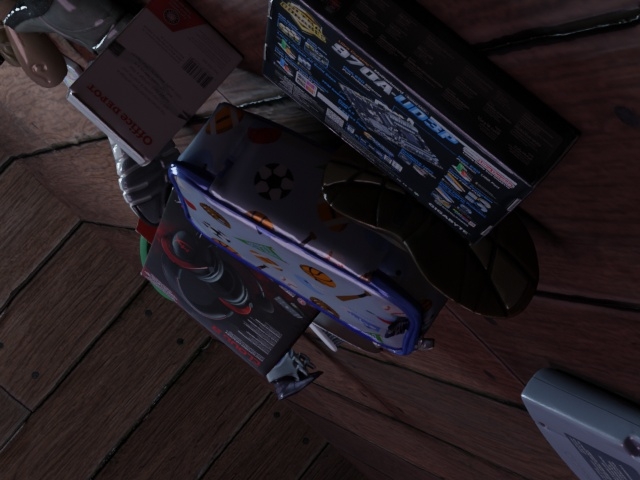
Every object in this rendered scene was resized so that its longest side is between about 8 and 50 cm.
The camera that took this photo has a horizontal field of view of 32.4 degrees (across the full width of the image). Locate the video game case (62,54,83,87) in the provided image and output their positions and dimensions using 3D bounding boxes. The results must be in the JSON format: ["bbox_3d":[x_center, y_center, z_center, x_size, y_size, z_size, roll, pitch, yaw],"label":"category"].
[{"bbox_3d":[-0.358,-0.235,1.606,0.087,0.011,0.122,33,166,27],"label":"video game case"}]

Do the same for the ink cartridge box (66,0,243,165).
[{"bbox_3d":[-0.155,-0.151,1.023,0.099,0.135,0.056,43,168,-11],"label":"ink cartridge box"}]

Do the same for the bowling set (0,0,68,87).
[{"bbox_3d":[-0.496,-0.278,1.509,0.200,0.287,0.154,-105,-10,-46],"label":"bowling set"}]

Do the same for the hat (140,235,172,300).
[{"bbox_3d":[-0.195,0.011,1.914,0.208,0.183,0.173,-18,89,37],"label":"hat"}]

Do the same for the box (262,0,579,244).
[{"bbox_3d":[0.058,-0.099,0.779,0.220,0.051,0.175,39,167,5],"label":"box"}]

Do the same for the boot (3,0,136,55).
[{"bbox_3d":[-0.248,-0.223,1.189,0.161,0.083,0.246,38,170,-19],"label":"boot"}]

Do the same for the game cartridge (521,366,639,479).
[{"bbox_3d":[0.337,0.249,1.159,0.297,0.062,0.198,49,169,-33],"label":"game cartridge"}]

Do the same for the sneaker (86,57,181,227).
[{"bbox_3d":[-0.242,-0.134,1.418,0.132,0.086,0.229,36,146,64],"label":"sneaker"}]

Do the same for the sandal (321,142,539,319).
[{"bbox_3d":[0.093,-0.011,0.914,0.219,0.090,0.060,30,-179,32],"label":"sandal"}]

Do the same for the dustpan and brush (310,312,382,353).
[{"bbox_3d":[-0.017,0.118,1.712,0.211,0.060,0.147,46,166,-24],"label":"dustpan and brush"}]

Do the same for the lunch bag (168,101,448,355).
[{"bbox_3d":[0.000,0.000,1.099,0.303,0.115,0.243,33,165,9],"label":"lunch bag"}]

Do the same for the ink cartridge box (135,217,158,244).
[{"bbox_3d":[-0.160,0.005,1.579,0.225,0.056,0.181,47,-163,-23],"label":"ink cartridge box"}]

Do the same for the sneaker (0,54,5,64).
[{"bbox_3d":[-0.561,-0.344,1.666,0.106,0.078,0.234,34,168,16],"label":"sneaker"}]

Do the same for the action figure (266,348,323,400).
[{"bbox_3d":[-0.114,0.163,2.076,0.285,0.099,0.185,54,175,5],"label":"action figure"}]

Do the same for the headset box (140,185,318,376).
[{"bbox_3d":[-0.093,0.032,1.360,0.218,0.110,0.293,40,151,2],"label":"headset box"}]
